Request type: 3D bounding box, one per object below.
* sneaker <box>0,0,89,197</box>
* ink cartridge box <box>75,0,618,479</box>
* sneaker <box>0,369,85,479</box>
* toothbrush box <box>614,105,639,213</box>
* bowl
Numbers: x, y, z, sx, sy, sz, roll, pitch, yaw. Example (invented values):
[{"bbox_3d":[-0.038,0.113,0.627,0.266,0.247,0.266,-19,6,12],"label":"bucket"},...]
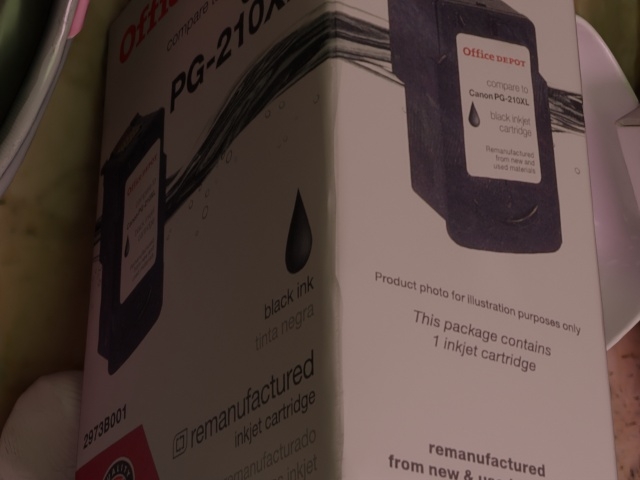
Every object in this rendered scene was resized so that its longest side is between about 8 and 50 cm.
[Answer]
[{"bbox_3d":[-0.166,0.003,0.502,0.112,0.131,0.319,25,83,-29],"label":"sneaker"},{"bbox_3d":[0.000,0.000,0.524,0.100,0.172,0.237,16,59,-28],"label":"ink cartridge box"},{"bbox_3d":[-0.056,0.137,0.621,0.094,0.080,0.212,-28,114,-37],"label":"sneaker"},{"bbox_3d":[0.286,-0.015,0.729,0.283,0.122,0.206,-32,110,-37],"label":"toothbrush box"},{"bbox_3d":[0.078,-0.013,0.682,0.142,0.053,0.142,-37,112,-20],"label":"bowl"}]
